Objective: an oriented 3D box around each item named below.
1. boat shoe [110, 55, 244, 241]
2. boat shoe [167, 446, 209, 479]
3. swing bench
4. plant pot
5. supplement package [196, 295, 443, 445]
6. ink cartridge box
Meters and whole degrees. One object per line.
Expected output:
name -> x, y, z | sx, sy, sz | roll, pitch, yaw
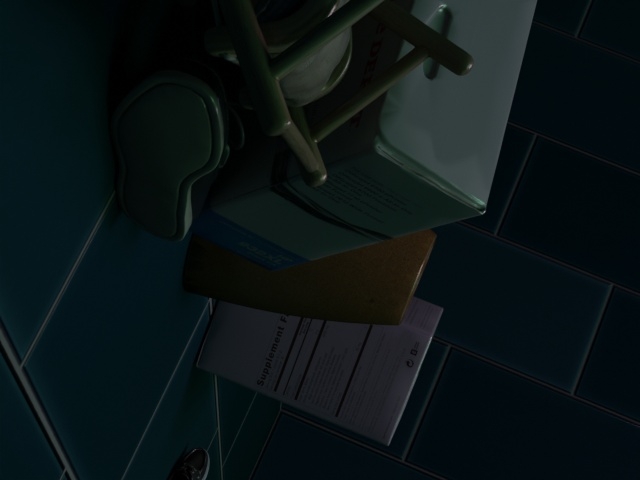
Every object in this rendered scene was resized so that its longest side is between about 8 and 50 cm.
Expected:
boat shoe -> -0.112, -0.084, 1.145 | 0.254, 0.095, 0.079 | 104, 12, -63
boat shoe -> -0.208, 0.367, 2.153 | 0.040, 0.049, 0.142 | 106, 11, -45
swing bench -> -0.029, -0.195, 0.942 | 0.165, 0.254, 0.253 | -37, 172, 0
plant pot -> 0.000, 0.000, 1.680 | 0.237, 0.254, 0.237 | 23, 90, -85
supplement package -> 0.003, 0.138, 1.995 | 0.177, 0.293, 0.175 | -43, 154, -75
ink cartridge box -> 0.024, -0.116, 1.239 | 0.307, 0.129, 0.223 | -16, -129, 52
